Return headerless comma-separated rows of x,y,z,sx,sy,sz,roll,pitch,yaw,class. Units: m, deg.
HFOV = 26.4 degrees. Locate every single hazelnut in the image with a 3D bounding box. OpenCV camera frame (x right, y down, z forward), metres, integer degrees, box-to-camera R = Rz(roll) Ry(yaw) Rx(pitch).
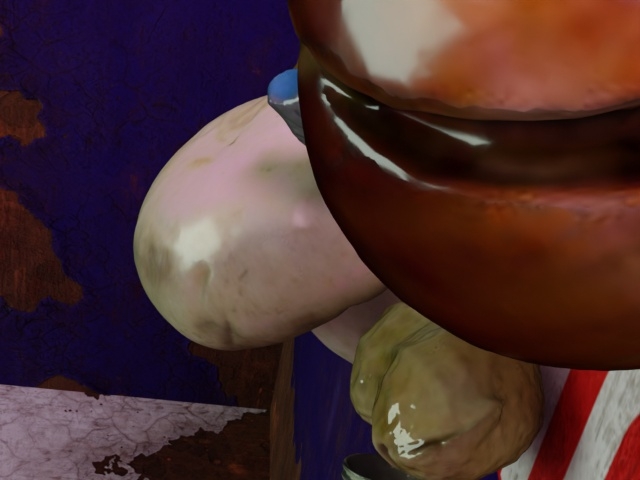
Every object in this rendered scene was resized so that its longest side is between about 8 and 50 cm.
0.146,-0.141,0.700,0.359,0.359,0.409,108,159,-59,hazelnut

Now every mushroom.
-0.021,-0.026,1.514,0.353,0.353,0.325,105,148,-51,mushroom

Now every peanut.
0.123,0.134,1.299,0.340,0.174,0.158,-153,77,-79,peanut

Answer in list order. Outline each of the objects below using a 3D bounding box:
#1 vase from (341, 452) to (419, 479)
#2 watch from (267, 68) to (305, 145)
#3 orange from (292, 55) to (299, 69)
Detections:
0.055,0.436,1.702,0.173,0.173,0.321,-124,47,-79,vase
0.092,-0.192,1.309,0.241,0.305,0.274,109,158,-58,watch
0.079,-0.194,1.706,0.279,0.235,0.279,-166,90,-82,orange
